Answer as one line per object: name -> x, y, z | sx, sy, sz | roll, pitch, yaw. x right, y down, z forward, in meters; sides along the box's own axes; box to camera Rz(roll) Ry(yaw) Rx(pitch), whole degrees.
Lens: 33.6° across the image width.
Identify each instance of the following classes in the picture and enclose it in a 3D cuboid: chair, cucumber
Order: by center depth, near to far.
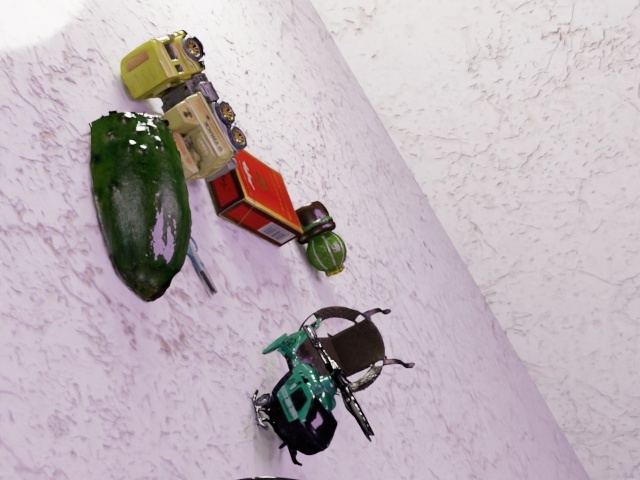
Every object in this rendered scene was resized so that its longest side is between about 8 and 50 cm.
cucumber -> -0.270, -0.067, 1.629 | 0.145, 0.105, 0.325 | 43, 28, -46
chair -> 0.055, 0.210, 2.029 | 0.213, 0.149, 0.174 | 13, 52, -62

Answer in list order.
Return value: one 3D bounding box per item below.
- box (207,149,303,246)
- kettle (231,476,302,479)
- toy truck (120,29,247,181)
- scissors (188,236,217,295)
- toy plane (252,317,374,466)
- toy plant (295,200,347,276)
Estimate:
box -> -0.136, -0.093, 2.087 | 0.240, 0.074, 0.153 | 31, 38, -59
kettle -> -0.097, 0.449, 1.172 | 0.321, 0.228, 0.324 | 22, 39, -23
toy truck -> -0.253, -0.233, 1.896 | 0.272, 0.124, 0.157 | 64, 28, -1
scissors -> -0.204, 0.038, 1.779 | 0.119, 0.014, 0.058 | 60, 18, 9
toy plane -> -0.026, 0.244, 1.743 | 0.106, 0.155, 0.381 | 53, 2, -22
toy plant -> 0.000, 0.000, 2.280 | 0.162, 0.093, 0.093 | 65, 18, 3
